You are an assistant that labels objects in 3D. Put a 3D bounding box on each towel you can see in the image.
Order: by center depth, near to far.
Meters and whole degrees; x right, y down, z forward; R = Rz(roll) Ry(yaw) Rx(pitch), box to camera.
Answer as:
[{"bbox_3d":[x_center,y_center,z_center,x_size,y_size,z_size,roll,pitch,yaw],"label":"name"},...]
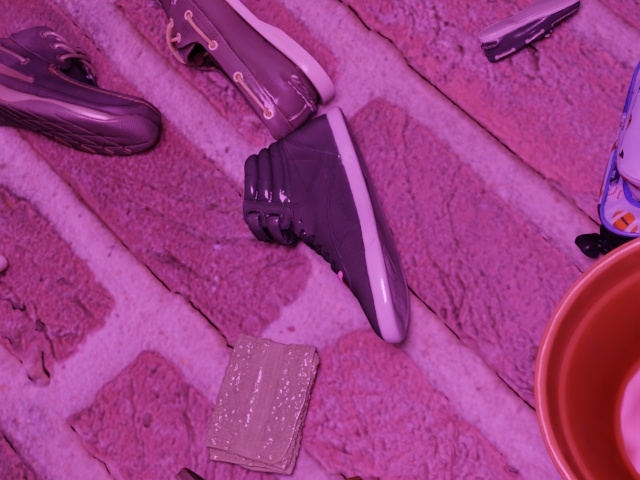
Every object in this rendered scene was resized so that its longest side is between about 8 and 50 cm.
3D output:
[{"bbox_3d":[-0.064,0.181,1.175,0.110,0.027,0.148,9,77,18],"label":"towel"}]

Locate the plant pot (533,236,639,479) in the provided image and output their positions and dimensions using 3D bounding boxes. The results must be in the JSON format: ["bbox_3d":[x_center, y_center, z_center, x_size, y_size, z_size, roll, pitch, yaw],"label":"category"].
[{"bbox_3d":[0.356,0.153,0.967,0.291,0.203,0.290,-7,69,18],"label":"plant pot"}]

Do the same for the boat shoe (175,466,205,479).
[{"bbox_3d":[-0.071,0.369,1.071,0.104,0.110,0.307,-45,67,-3],"label":"boat shoe"}]

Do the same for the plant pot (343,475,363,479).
[{"bbox_3d":[0.026,0.294,1.084,0.081,0.083,0.081,-43,67,-1],"label":"plant pot"}]

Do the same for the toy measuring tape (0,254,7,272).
[{"bbox_3d":[-0.541,-0.041,1.322,0.330,0.121,0.121,16,78,20],"label":"toy measuring tape"}]

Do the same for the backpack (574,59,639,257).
[{"bbox_3d":[0.411,-0.100,1.051,0.277,0.213,0.263,10,65,21],"label":"backpack"}]

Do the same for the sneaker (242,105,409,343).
[{"bbox_3d":[0.000,0.000,1.180,0.147,0.104,0.295,-22,63,9],"label":"sneaker"}]

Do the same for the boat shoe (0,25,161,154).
[{"bbox_3d":[-0.354,-0.205,1.321,0.356,0.132,0.130,16,78,18],"label":"boat shoe"}]

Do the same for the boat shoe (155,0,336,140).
[{"bbox_3d":[-0.128,-0.248,1.285,0.324,0.116,0.096,41,84,17],"label":"boat shoe"}]

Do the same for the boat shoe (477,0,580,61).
[{"bbox_3d":[0.245,-0.247,1.224,0.125,0.038,0.046,-26,26,0],"label":"boat shoe"}]
